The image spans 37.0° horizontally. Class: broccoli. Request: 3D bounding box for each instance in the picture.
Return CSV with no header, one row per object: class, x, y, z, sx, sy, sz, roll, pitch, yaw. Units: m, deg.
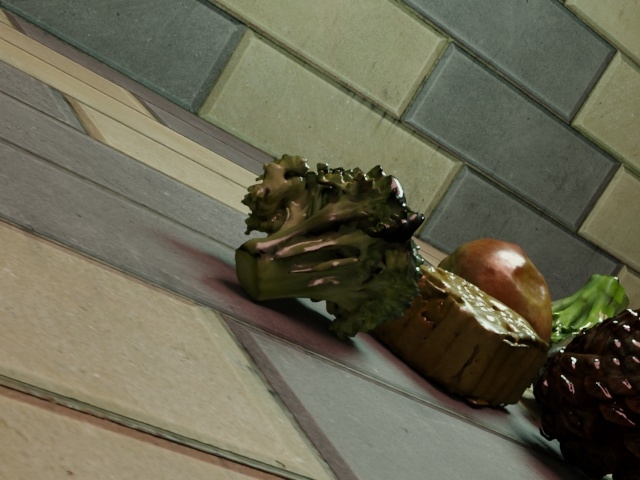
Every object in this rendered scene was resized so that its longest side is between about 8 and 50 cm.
broccoli,0.525,0.189,1.930,0.288,0.245,0.248,40,-7,-1
broccoli,0.000,0.000,1.221,0.243,0.247,0.262,-17,83,-38

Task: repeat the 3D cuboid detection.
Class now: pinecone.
pinecone,0.442,0.215,1.299,0.242,0.298,0.296,63,-22,15

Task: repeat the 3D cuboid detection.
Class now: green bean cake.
green bean cake,0.205,0.135,1.406,0.224,0.131,0.230,38,10,36

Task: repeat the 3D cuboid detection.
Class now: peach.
peach,0.291,0.122,1.629,0.235,0.214,0.214,47,6,-6

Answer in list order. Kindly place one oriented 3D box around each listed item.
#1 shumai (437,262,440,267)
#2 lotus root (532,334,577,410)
shumai,0.301,0.100,1.835,0.256,0.189,0.218,30,3,37
lotus root,0.446,0.243,1.610,0.175,0.175,0.350,36,12,29
